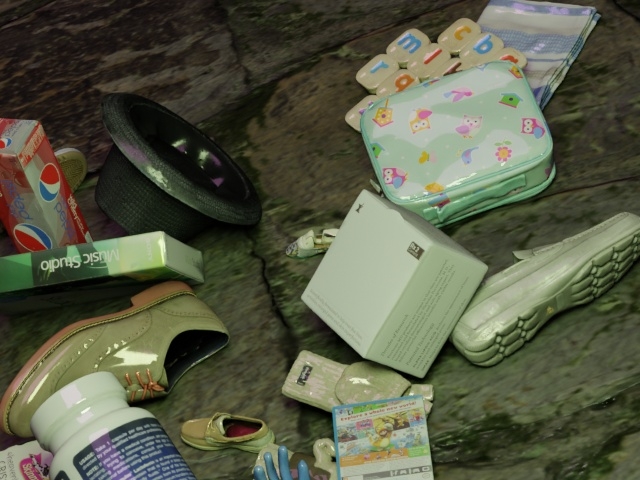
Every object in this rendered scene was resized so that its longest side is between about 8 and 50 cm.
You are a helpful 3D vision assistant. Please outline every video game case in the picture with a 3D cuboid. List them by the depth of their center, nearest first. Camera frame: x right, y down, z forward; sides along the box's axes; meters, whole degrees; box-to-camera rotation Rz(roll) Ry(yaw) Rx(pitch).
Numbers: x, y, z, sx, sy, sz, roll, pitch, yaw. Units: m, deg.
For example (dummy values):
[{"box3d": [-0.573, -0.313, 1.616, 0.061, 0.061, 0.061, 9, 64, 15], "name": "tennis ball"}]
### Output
[{"box3d": [0.079, 0.275, 1.675, 0.119, 0.015, 0.166, -9, 52, 5], "name": "video game case"}]

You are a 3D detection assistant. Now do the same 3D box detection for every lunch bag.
[{"box3d": [0.206, -0.137, 2.030, 0.279, 0.108, 0.224, -19, 60, 2], "name": "lunch bag"}]

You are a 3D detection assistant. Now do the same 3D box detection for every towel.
[{"box3d": [0.328, -0.315, 2.250, 0.209, 0.034, 0.285, 12, 50, 29], "name": "towel"}]

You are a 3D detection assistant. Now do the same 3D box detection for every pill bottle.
[{"box3d": [-0.237, 0.301, 1.630, 0.153, 0.153, 0.264, -31, 70, -15], "name": "pill bottle"}]

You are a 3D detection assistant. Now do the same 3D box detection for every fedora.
[{"box3d": [-0.246, -0.084, 2.052, 0.152, 0.334, 0.334, -48, 42, 13], "name": "fedora"}]

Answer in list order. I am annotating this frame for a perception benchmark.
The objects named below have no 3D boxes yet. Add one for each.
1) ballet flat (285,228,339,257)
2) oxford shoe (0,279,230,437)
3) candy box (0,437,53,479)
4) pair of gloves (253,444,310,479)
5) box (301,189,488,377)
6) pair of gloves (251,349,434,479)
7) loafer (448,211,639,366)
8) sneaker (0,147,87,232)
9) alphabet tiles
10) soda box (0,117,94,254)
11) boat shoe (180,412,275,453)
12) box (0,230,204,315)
[{"box3d": [0.000, 0.000, 2.018, 0.114, 0.041, 0.041, -6, 44, 12], "name": "ballet flat"}, {"box3d": [-0.280, 0.175, 1.841, 0.348, 0.123, 0.130, -34, 50, -30], "name": "oxford shoe"}, {"box3d": [-0.404, 0.353, 1.752, 0.233, 0.071, 0.159, -19, 42, -4], "name": "candy box"}, {"box3d": [-0.074, 0.345, 1.578, 0.198, 0.159, 0.023, -30, 16, -40], "name": "pair of gloves"}, {"box3d": [0.097, 0.057, 1.798, 0.182, 0.119, 0.181, -60, 38, 9], "name": "box"}, {"box3d": [0.029, 0.263, 1.730, 0.204, 0.042, 0.240, 9, 54, 17], "name": "pair of gloves"}, {"box3d": [0.306, 0.047, 1.822, 0.319, 0.112, 0.111, -30, 53, -14], "name": "loafer"}, {"box3d": [-0.541, -0.095, 2.241, 0.282, 0.099, 0.153, -34, 47, -14], "name": "sneaker"}, {"box3d": [0.190, -0.244, 2.194, 0.278, 0.021, 0.284, -41, 51, -8], "name": "alphabet tiles"}, {"box3d": [-0.442, -0.063, 2.054, 0.092, 0.263, 0.083, 5, 46, 21], "name": "soda box"}, {"box3d": [-0.128, 0.253, 1.789, 0.135, 0.045, 0.050, 0, 45, 17], "name": "boat shoe"}, {"box3d": [-0.351, 0.052, 1.947, 0.322, 0.232, 0.058, -11, 81, 8], "name": "box"}]
